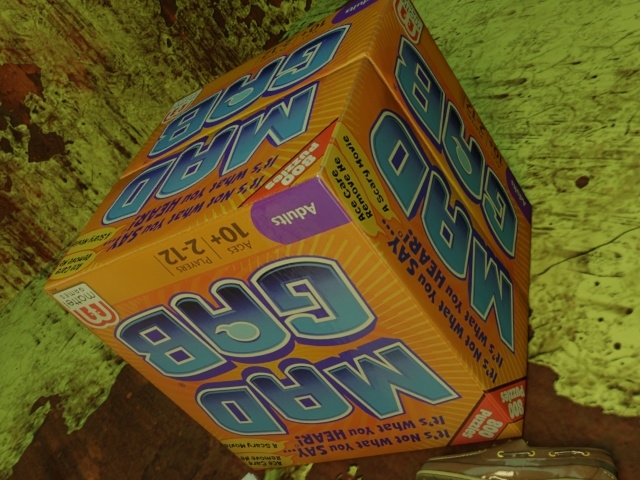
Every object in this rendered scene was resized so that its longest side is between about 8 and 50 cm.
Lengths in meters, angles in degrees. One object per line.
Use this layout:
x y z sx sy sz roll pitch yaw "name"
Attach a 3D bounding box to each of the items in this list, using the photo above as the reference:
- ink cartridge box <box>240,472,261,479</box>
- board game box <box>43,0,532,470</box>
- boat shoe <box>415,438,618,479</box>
-0.094 0.349 0.705 0.175 0.072 0.127 -43 28 -7 "ink cartridge box"
0.000 0.000 0.800 0.356 0.356 0.356 -19 34 33 "board game box"
0.172 0.210 0.612 0.178 0.064 0.060 -9 35 34 "boat shoe"
